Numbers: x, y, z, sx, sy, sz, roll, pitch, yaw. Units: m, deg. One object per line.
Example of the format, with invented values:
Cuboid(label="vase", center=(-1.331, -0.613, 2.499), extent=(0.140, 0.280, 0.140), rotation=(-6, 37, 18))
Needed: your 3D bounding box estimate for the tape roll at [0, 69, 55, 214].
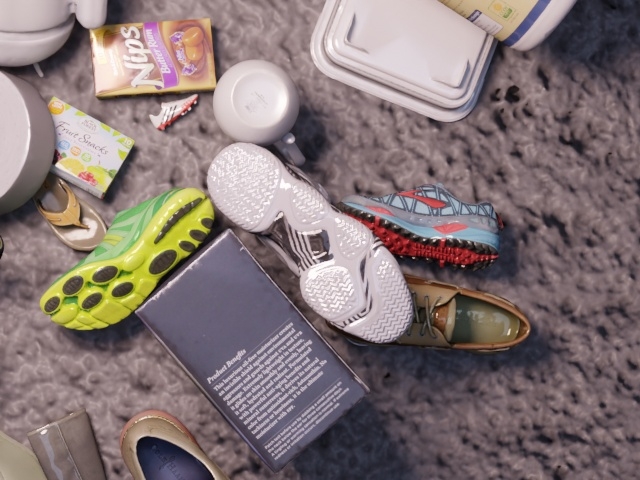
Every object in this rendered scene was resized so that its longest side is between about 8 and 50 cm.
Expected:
Cuboid(label="tape roll", center=(-0.504, -0.147, 1.666), extent=(0.219, 0.072, 0.219), rotation=(-1, 85, 17))

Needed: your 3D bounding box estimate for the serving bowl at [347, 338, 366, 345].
Cuboid(label="serving bowl", center=(0.065, 0.124, 1.789), extent=(0.083, 0.027, 0.083), rotation=(1, 88, -16))

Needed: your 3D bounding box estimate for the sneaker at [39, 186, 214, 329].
Cuboid(label="sneaker", center=(-0.288, 0.027, 1.706), extent=(0.295, 0.123, 0.109), rotation=(-38, 114, -8))

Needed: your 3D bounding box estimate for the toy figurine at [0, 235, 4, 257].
Cuboid(label="toy figurine", center=(-0.552, 0.064, 1.631), extent=(0.148, 0.209, 0.213), rotation=(14, 82, -20))

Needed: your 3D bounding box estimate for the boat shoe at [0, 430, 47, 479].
Cuboid(label="boat shoe", center=(-0.490, 0.337, 1.705), extent=(0.068, 0.081, 0.228), rotation=(-30, 109, 37))

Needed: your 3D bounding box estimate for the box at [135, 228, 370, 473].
Cuboid(label="box", center=(-0.105, 0.149, 1.639), extent=(0.183, 0.296, 0.294), rotation=(-40, 93, -5))

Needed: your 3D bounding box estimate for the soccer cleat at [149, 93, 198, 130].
Cuboid(label="soccer cleat", center=(-0.228, -0.206, 1.762), extent=(0.083, 0.029, 0.035), rotation=(-39, 98, -1))

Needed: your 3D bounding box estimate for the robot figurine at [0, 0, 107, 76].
Cuboid(label="robot figurine", center=(-0.442, -0.397, 1.613), extent=(0.300, 0.200, 0.353), rotation=(21, 127, 4))

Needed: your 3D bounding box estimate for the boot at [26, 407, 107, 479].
Cuboid(label="boot", center=(-0.385, 0.377, 1.685), extent=(0.189, 0.076, 0.208), rotation=(-29, 103, -50))

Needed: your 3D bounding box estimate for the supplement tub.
Cuboid(label="supplement tub", center=(0.233, -0.447, 1.651), extent=(0.316, 0.228, 0.228), rotation=(31, 86, -6))

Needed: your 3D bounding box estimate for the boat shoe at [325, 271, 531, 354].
Cuboid(label="boat shoe", center=(0.173, 0.111, 1.742), extent=(0.324, 0.120, 0.123), rotation=(5, 86, -14))

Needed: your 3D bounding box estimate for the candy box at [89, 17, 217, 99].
Cuboid(label="candy box", center=(-0.257, -0.279, 1.748), extent=(0.186, 0.053, 0.109), rotation=(-6, 91, -5))

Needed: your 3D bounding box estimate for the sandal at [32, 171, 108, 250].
Cuboid(label="sandal", center=(-0.397, -0.057, 1.729), extent=(0.072, 0.049, 0.180), rotation=(-37, 93, -6))

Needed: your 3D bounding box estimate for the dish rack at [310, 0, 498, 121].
Cuboid(label="dish rack", center=(0.163, -0.382, 1.791), extent=(0.285, 0.072, 0.333), rotation=(21, 86, -5))

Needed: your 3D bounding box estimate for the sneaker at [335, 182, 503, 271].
Cuboid(label="sneaker", center=(0.156, -0.034, 1.786), extent=(0.262, 0.104, 0.125), rotation=(14, 55, 4))

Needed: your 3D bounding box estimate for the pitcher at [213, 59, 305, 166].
Cuboid(label="pitcher", center=(-0.080, -0.182, 1.690), extent=(0.178, 0.207, 0.125), rotation=(43, 85, -6))

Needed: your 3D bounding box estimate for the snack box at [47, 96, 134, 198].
Cuboid(label="snack box", center=(-0.369, -0.141, 1.726), extent=(0.141, 0.037, 0.100), rotation=(28, 66, -6))

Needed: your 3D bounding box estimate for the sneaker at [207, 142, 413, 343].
Cuboid(label="sneaker", center=(0.000, 0.000, 1.676), extent=(0.366, 0.210, 0.137), rotation=(43, 96, 6))

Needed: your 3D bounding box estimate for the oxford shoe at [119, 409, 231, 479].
Cuboid(label="oxford shoe", center=(-0.156, 0.426, 1.702), extent=(0.397, 0.146, 0.140), rotation=(43, 84, -5))
